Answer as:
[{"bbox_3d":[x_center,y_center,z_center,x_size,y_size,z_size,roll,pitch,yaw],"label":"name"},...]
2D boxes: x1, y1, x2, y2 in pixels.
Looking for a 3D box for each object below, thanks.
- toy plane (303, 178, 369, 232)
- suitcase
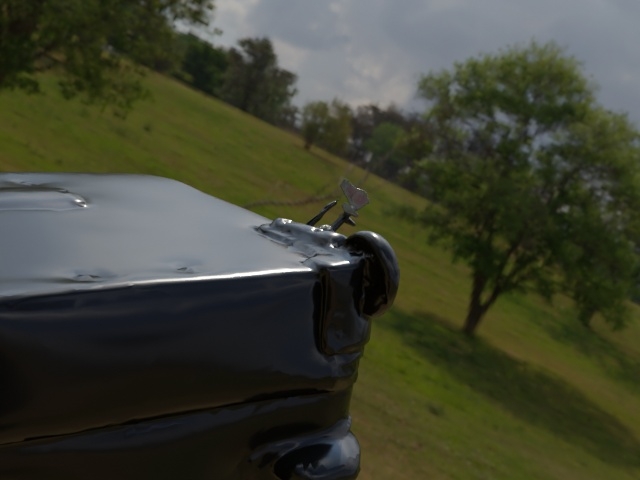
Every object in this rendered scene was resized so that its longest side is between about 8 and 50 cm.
[{"bbox_3d":[0.000,0.000,0.865,0.049,0.120,0.031,43,-16,11],"label":"toy plane"},{"bbox_3d":[-0.174,0.051,0.612,0.345,0.188,0.339,-6,20,-38],"label":"suitcase"}]
